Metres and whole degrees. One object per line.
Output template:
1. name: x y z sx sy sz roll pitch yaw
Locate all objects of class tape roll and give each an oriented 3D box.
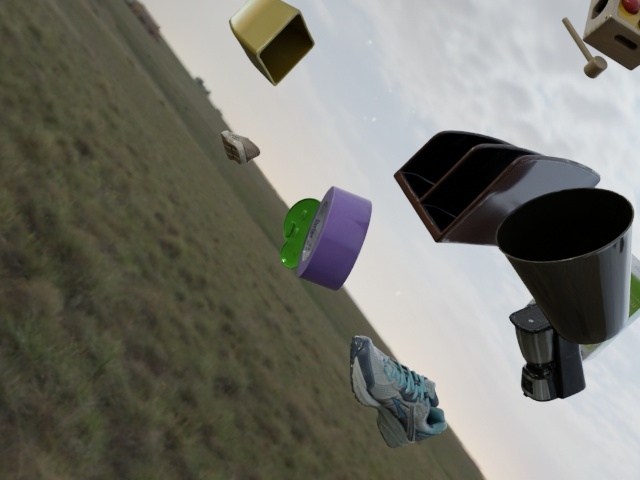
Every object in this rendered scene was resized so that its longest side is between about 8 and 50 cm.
1. tape roll: 0.025 -0.004 1.363 0.080 0.189 0.189 22 5 -10

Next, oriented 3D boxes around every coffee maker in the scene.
1. coffee maker: 0.476 0.217 1.424 0.120 0.171 0.178 -78 155 -65

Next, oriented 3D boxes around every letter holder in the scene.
1. letter holder: 0.319 -0.112 1.241 0.302 0.214 0.152 3 50 -46

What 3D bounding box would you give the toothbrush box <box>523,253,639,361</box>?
1. toothbrush box: 0.706 0.152 1.848 0.122 0.283 0.206 -7 51 -46

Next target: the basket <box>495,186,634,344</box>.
1. basket: 0.410 0.051 1.148 0.154 0.204 0.227 -81 150 -45

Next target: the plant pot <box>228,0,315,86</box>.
1. plant pot: -0.071 -0.270 0.931 0.083 0.081 0.081 42 -4 21

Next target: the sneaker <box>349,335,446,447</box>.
1. sneaker: 0.140 0.255 1.258 0.110 0.122 0.283 -83 150 -45

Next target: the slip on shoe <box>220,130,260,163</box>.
1. slip on shoe: -0.149 -0.174 1.315 0.135 0.041 0.051 -143 -142 -62

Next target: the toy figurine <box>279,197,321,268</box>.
1. toy figurine: 0.000 0.000 1.694 0.130 0.173 0.159 27 4 36

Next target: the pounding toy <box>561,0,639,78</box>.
1. pounding toy: 0.569 -0.411 1.381 0.181 0.206 0.094 27 -27 -12
